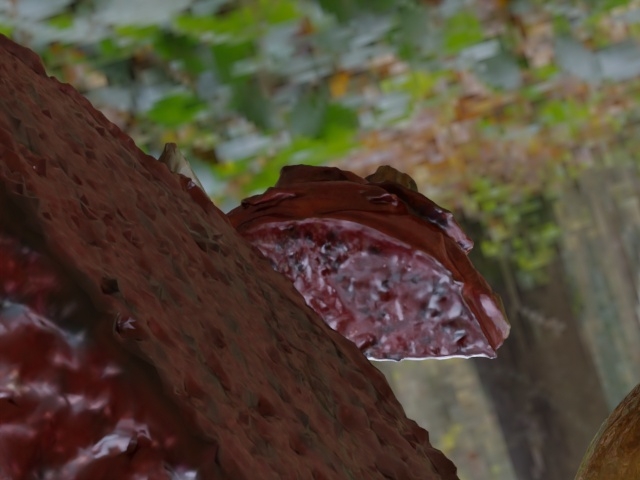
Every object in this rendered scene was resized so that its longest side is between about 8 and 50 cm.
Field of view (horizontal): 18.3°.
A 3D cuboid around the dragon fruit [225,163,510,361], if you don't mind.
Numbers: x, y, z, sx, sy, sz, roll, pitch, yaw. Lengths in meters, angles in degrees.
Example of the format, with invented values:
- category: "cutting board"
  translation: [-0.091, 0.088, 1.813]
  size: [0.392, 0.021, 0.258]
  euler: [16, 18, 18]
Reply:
- category: "dragon fruit"
  translation: [0.000, 0.000, 0.861]
  size: [0.162, 0.083, 0.106]
  euler: [-7, -156, 16]

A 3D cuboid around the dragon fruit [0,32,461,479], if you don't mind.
- category: "dragon fruit"
  translation: [-0.064, 0.081, 0.608]
  size: [0.152, 0.317, 0.205]
  euler: [-41, 176, 14]

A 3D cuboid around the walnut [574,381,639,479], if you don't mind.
- category: "walnut"
  translation: [0.209, 0.156, 1.060]
  size: [0.159, 0.206, 0.159]
  euler: [18, -157, -8]
